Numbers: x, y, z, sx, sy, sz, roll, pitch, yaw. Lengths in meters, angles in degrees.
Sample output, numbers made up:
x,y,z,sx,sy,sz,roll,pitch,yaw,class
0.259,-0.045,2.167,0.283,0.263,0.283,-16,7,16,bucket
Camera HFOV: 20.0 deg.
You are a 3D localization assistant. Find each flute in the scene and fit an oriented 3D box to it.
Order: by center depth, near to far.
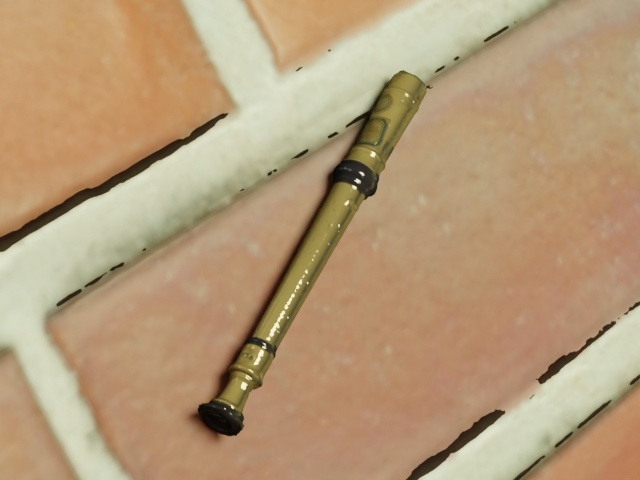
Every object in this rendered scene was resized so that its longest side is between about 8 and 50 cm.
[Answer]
x,y,z,sx,sy,sz,roll,pitch,yaw,class
0.000,0.000,0.952,0.027,0.027,0.233,40,61,-21,flute
